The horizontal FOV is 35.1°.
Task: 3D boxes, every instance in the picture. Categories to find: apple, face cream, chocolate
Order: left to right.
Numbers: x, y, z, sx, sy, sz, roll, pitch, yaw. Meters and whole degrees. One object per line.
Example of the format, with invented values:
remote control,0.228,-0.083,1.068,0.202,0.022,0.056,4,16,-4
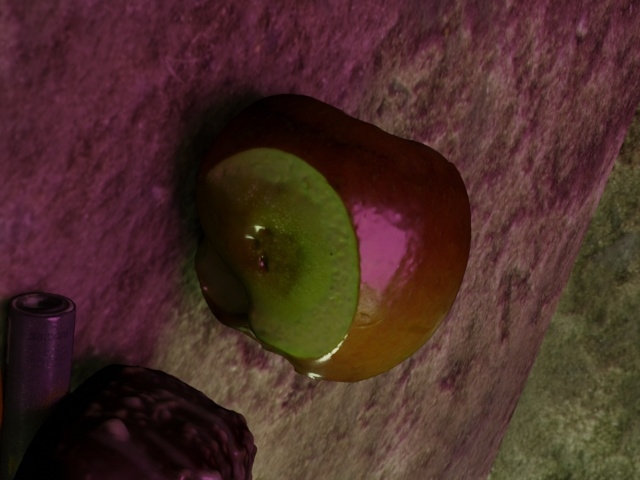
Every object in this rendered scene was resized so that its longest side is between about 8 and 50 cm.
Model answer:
face cream,-0.327,0.201,1.159,0.073,0.073,0.283,-14,119,-52
chocolate,-0.195,0.289,1.175,0.340,0.210,0.225,-45,148,-68
apple,0.000,0.000,1.323,0.384,0.374,0.374,19,91,-27

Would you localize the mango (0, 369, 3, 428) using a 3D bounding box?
mango,-0.379,0.192,1.055,0.066,0.101,0.187,31,71,-56
